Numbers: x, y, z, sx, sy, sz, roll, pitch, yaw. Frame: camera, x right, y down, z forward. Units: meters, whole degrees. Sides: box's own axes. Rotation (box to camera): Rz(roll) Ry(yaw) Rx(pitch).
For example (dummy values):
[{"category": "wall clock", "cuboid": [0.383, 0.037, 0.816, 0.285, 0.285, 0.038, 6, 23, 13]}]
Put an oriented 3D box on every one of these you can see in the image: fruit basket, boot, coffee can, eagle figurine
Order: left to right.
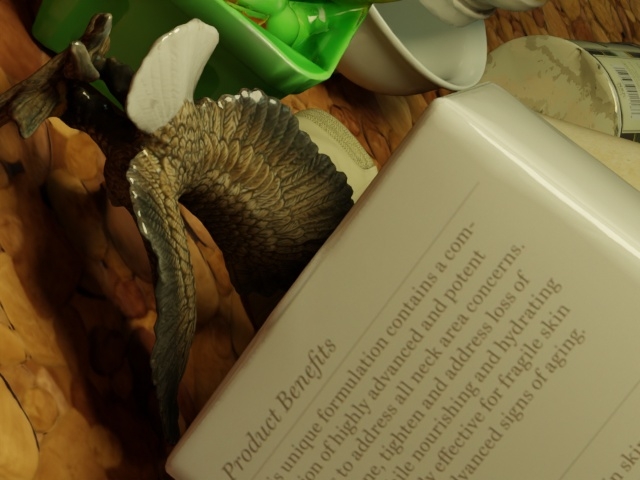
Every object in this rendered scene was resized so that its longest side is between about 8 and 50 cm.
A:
[{"category": "eagle figurine", "cuboid": [-0.111, -0.028, 1.355, 0.298, 0.226, 0.225, 52, 10, -12]}, {"category": "fruit basket", "cuboid": [-0.019, -0.280, 1.480, 0.283, 0.392, 0.392, 40, 33, -9]}, {"category": "boot", "cuboid": [0.000, 0.000, 1.616, 0.262, 0.095, 0.203, 62, 27, 7]}, {"category": "coffee can", "cuboid": [0.311, -0.144, 2.141, 0.275, 0.201, 0.201, -7, 73, -60]}]

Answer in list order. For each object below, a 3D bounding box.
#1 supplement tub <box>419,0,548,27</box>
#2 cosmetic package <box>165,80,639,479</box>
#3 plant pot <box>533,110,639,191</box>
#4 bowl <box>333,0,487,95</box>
[{"category": "supplement tub", "cuboid": [0.236, -0.376, 1.780, 0.241, 0.331, 0.241, 39, 38, -38]}, {"category": "cosmetic package", "cuboid": [0.165, 0.128, 1.314, 0.393, 0.329, 0.327, 38, 13, 5]}, {"category": "plant pot", "cuboid": [0.253, 0.021, 1.751, 0.305, 0.334, 0.334, 25, 27, 11]}, {"category": "bowl", "cuboid": [0.040, -0.266, 1.852, 0.298, 0.134, 0.298, 39, 38, -38]}]
